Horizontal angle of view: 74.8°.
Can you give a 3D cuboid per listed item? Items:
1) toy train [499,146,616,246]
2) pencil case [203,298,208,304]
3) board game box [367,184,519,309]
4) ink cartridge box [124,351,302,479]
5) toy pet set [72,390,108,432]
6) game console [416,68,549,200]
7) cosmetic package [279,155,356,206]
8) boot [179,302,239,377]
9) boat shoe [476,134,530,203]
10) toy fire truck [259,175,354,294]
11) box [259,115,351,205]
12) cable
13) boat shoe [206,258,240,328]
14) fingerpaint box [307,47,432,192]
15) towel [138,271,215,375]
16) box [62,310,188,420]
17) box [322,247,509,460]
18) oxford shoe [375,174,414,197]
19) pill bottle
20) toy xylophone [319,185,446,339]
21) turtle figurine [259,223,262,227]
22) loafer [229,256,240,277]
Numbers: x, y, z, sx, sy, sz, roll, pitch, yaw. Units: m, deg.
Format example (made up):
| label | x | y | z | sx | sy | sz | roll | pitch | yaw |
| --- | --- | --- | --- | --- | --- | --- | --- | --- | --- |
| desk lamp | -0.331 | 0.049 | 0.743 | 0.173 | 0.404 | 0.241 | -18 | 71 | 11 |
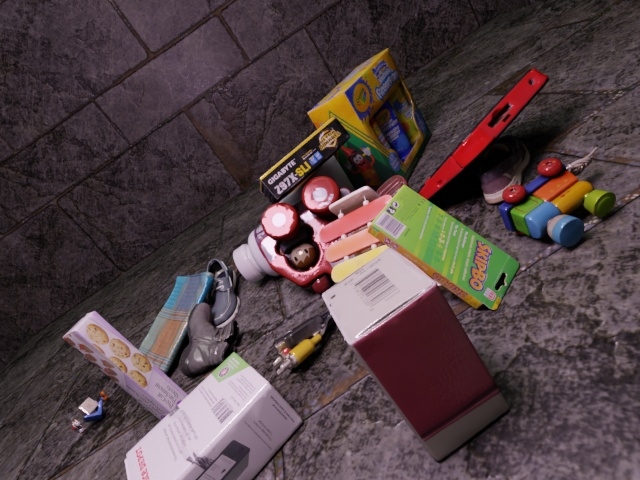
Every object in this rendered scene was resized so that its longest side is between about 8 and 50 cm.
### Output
| label | x | y | z | sx | sy | sz | roll | pitch | yaw |
| --- | --- | --- | --- | --- | --- | --- | --- | --- | --- |
| toy train | 0.475 | -0.091 | 0.771 | 0.248 | 0.105 | 0.143 | -36 | 31 | -3 |
| pencil case | -0.475 | 0.236 | 1.517 | 0.152 | 0.064 | 0.070 | -16 | 12 | 41 |
| board game box | 0.226 | 0.012 | 0.768 | 0.124 | 0.259 | 0.039 | -48 | -14 | -29 |
| ink cartridge box | -0.199 | 0.363 | 0.766 | 0.273 | 0.114 | 0.198 | -43 | 22 | -20 |
| toy pet set | -0.676 | 0.516 | 1.259 | 0.122 | 0.065 | 0.114 | -53 | -7 | -45 |
| game console | 0.402 | -0.249 | 1.098 | 0.386 | 0.060 | 0.342 | -44 | -8 | -25 |
| cosmetic package | 0.048 | -0.238 | 1.569 | 0.230 | 0.161 | 0.453 | -29 | 18 | 45 |
| boot | -0.293 | 0.259 | 1.174 | 0.161 | 0.083 | 0.246 | -25 | 38 | 16 |
| boat shoe | 0.448 | -0.201 | 1.039 | 0.103 | 0.092 | 0.285 | -15 | 28 | 41 |
| toy fire truck | 0.000 | 0.000 | 1.110 | 0.302 | 0.253 | 0.169 | -33 | -21 | 1 |
| box | -0.058 | -0.215 | 1.213 | 0.257 | 0.079 | 0.322 | -40 | 6 | -5 |
| cable | 0.010 | 0.194 | 0.942 | 0.287 | 0.072 | 0.139 | -29 | 1 | -19 |
| boat shoe | -0.341 | 0.169 | 1.390 | 0.116 | 0.099 | 0.319 | -30 | 29 | 5 |
| fingerpaint box | 0.200 | -0.408 | 1.468 | 0.163 | 0.371 | 0.444 | -17 | 27 | 39 |
| towel | -0.483 | 0.271 | 1.346 | 0.272 | 0.040 | 0.370 | -9 | 51 | 50 |
| box | -0.433 | 0.299 | 0.962 | 0.063 | 0.324 | 0.067 | -26 | 22 | 31 |
| box | 0.126 | 0.149 | 0.576 | 0.127 | 0.232 | 0.148 | -35 | 21 | -1 |
| oxford shoe | 0.210 | -0.053 | 1.036 | 0.123 | 0.130 | 0.348 | -44 | 22 | 21 |
| pill bottle | -0.120 | 0.009 | 1.330 | 0.302 | 0.169 | 0.169 | -32 | 21 | 10 |
| toy xylophone | 0.118 | 0.036 | 0.851 | 0.236 | 0.081 | 0.322 | -34 | 55 | 33 |
| turtle figurine | -0.184 | -0.010 | 1.540 | 0.234 | 0.118 | 0.175 | -58 | 12 | -15 |
| loafer | -0.314 | 0.103 | 1.588 | 0.056 | 0.050 | 0.148 | -9 | 47 | 32 |
